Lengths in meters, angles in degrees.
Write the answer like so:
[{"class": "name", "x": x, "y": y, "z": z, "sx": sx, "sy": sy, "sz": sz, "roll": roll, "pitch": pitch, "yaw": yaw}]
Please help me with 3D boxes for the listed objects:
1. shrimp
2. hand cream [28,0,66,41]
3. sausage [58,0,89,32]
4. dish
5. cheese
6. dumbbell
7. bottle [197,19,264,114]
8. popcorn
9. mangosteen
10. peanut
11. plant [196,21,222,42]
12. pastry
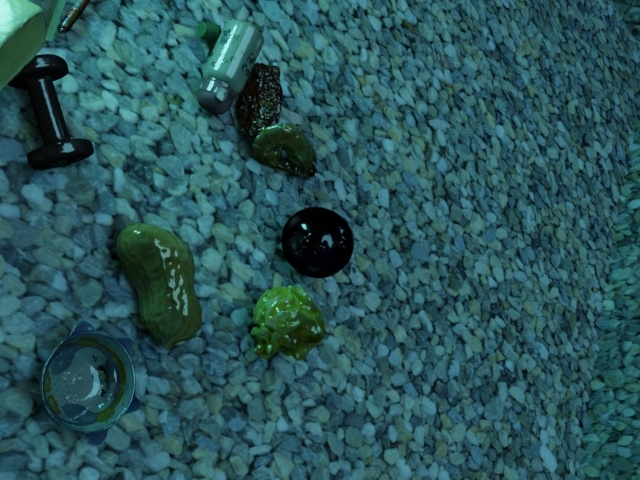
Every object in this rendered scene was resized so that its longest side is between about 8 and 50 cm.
[{"class": "shrimp", "x": -0.083, "y": -0.226, "z": 2.001, "sx": 0.267, "sy": 0.145, "sz": 0.061, "roll": 36, "pitch": 29, "yaw": -59}, {"class": "hand cream", "x": -0.680, "y": -0.554, "z": 1.580, "sx": 0.306, "sy": 0.093, "sz": 0.147, "roll": 29, "pitch": 64, "yaw": -43}, {"class": "sausage", "x": -0.547, "y": -0.545, "z": 1.723, "sx": 0.028, "sy": 0.025, "sz": 0.198, "roll": 23, "pitch": 63, "yaw": -5}, {"class": "dish", "x": -0.483, "y": 0.297, "z": 1.563, "sx": 0.228, "sy": 0.086, "sz": 0.236, "roll": 25, "pitch": 65, "yaw": -36}, {"class": "cheese", "x": -0.702, "y": -0.397, "z": 1.423, "sx": 0.265, "sy": 0.124, "sz": 0.242, "roll": 30, "pitch": 58, "yaw": 0}, {"class": "dumbbell", "x": -0.568, "y": -0.266, "z": 1.571, "sx": 0.124, "sy": 0.140, "sz": 0.225, "roll": -16, "pitch": 92, "yaw": 1}, {"class": "bottle", "x": -0.233, "y": -0.429, "z": 1.895, "sx": 0.110, "sy": 0.110, "sz": 0.233, "roll": 30, "pitch": 76, "yaw": -33}, {"class": "popcorn", "x": -0.086, "y": 0.207, "z": 1.875, "sx": 0.185, "sy": 0.167, "sz": 0.187, "roll": -9, "pitch": 90, "yaw": -41}, {"class": "mangosteen", "x": 0.000, "y": 0.000, "z": 1.997, "sx": 0.230, "sy": 0.194, "sz": 0.194, "roll": -31, "pitch": 103, "yaw": -71}, {"class": "peanut", "x": -0.345, "y": 0.090, "z": 1.688, "sx": 0.159, "sy": 0.143, "sz": 0.291, "roll": -24, "pitch": 99, "yaw": -31}, {"class": "plant", "x": -0.268, "y": -0.534, "z": 1.947, "sx": 0.102, "sy": 0.051, "sz": 0.051, "roll": 1, "pitch": 80, "yaw": -46}, {"class": "pastry", "x": -0.158, "y": -0.367, "z": 1.974, "sx": 0.097, "sy": 0.115, "sz": 0.208, "roll": 9, "pitch": 73, "yaw": -52}]
